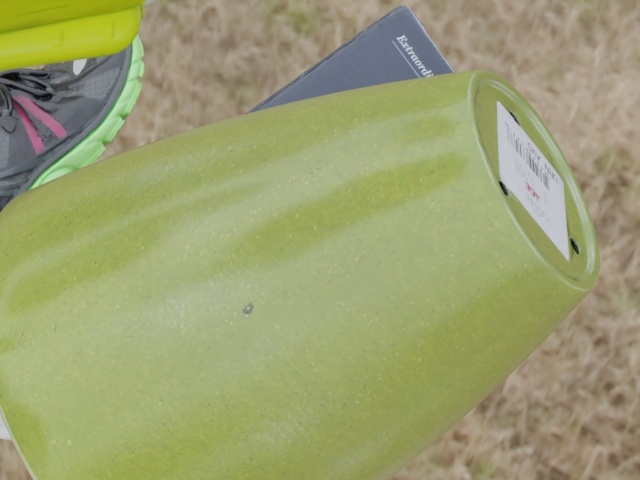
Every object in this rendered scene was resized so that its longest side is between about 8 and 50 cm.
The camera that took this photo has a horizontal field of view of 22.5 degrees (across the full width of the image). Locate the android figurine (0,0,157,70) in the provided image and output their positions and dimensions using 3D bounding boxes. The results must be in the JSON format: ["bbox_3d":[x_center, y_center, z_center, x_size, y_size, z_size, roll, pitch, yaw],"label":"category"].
[{"bbox_3d":[-0.081,-0.134,0.642,0.272,0.248,0.056,-14,81,-30],"label":"android figurine"}]

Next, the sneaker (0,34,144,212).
[{"bbox_3d":[-0.385,-0.145,2.015,0.202,0.185,0.483,46,51,-17],"label":"sneaker"}]

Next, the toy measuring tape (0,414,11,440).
[{"bbox_3d":[-0.315,0.175,1.360,0.330,0.121,0.121,26,52,-22],"label":"toy measuring tape"}]

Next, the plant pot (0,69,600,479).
[{"bbox_3d":[0.001,0.026,0.938,0.293,0.275,0.275,-29,53,25],"label":"plant pot"}]

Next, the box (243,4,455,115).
[{"bbox_3d":[0.000,0.000,1.668,0.395,0.212,0.293,-37,91,-21],"label":"box"}]
